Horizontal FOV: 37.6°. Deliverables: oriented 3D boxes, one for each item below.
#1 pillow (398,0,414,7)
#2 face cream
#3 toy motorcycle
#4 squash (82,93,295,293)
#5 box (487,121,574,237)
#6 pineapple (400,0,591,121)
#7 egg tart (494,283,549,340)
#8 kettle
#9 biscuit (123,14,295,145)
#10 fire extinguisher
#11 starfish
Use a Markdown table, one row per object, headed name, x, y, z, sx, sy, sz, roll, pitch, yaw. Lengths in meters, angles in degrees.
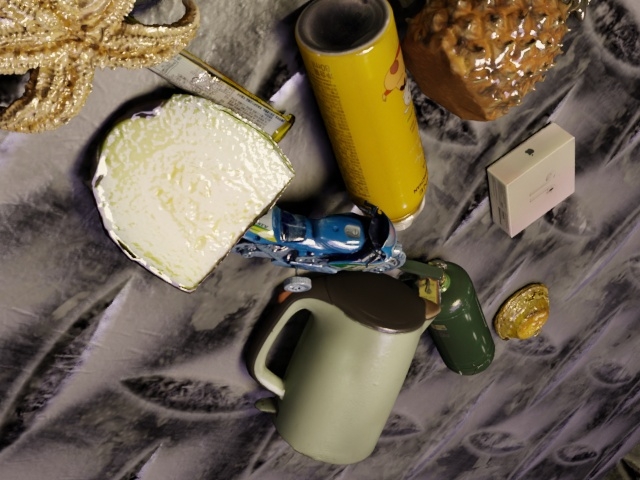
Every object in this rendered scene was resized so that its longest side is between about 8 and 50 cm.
| name | x | y | z | sx | sy | sz | roll | pitch | yaw |
| --- | --- | --- | --- | --- | --- | --- | --- | --- | --- |
| pillow | 0.118 | -0.389 | 0.890 | 0.274 | 0.076 | 0.281 | -46 | 144 | 9 |
| face cream | 0.061 | -0.125 | 1.086 | 0.105 | 0.105 | 0.348 | -35 | 144 | -10 |
| toy motorcycle | 0.000 | 0.000 | 1.117 | 0.254 | 0.092 | 0.135 | 8 | 157 | -21 |
| squash | -0.151 | -0.070 | 0.985 | 0.184 | 0.085 | 0.192 | 41 | 93 | -26 |
| box | 0.318 | -0.091 | 1.413 | 0.129 | 0.051 | 0.130 | -35 | 144 | -11 |
| pineapple | 0.249 | -0.289 | 1.024 | 0.364 | 0.165 | 0.165 | -46 | 146 | -12 |
| egg tart | 0.375 | 0.135 | 1.706 | 0.130 | 0.052 | 0.130 | -24 | 138 | -24 |
| kettle | 0.017 | 0.167 | 1.318 | 0.240 | 0.165 | 0.255 | 11 | 123 | -16 |
| biscuit | -0.120 | -0.159 | 0.944 | 0.048 | 0.026 | 0.292 | -47 | 144 | 12 |
| fire extinguisher | 0.199 | 0.111 | 1.481 | 0.311 | 0.114 | 0.095 | 61 | 40 | -55 |
| starfish | -0.206 | -0.186 | 0.788 | 0.238 | 0.071 | 0.216 | -2 | 126 | -37 |
